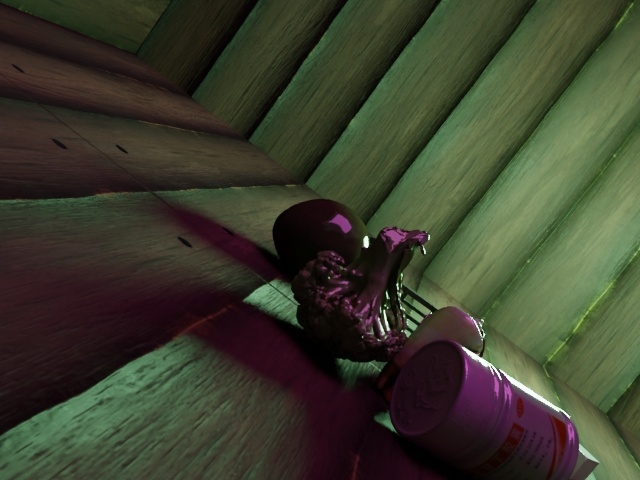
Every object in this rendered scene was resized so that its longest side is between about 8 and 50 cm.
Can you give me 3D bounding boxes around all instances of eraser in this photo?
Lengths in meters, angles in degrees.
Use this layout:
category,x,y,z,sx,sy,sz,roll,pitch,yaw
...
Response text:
category,x,y,z,sx,sy,sz,roll,pitch,yaw
eraser,0.589,0.505,2.255,0.078,0.076,0.298,29,12,-45

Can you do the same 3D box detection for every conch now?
category,x,y,z,sx,sy,sz,roll,pitch,yaw
conch,0.230,0.240,1.738,0.158,0.255,0.127,57,0,26

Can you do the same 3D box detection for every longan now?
category,x,y,z,sx,sy,sz,roll,pitch,yaw
longan,0.000,0.000,2.140,0.248,0.248,0.248,36,9,-6

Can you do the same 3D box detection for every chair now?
category,x,y,z,sx,sy,sz,roll,pitch,yaw
chair,0.171,0.144,2.299,0.270,0.136,0.147,34,10,-5

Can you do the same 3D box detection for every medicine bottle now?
category,x,y,z,sx,sy,sz,roll,pitch,yaw
medicine bottle,0.305,0.340,1.591,0.316,0.202,0.202,33,10,-24

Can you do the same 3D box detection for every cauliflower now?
category,x,y,z,sx,sy,sz,roll,pitch,yaw
cauliflower,0.063,0.101,1.704,0.260,0.281,0.327,4,11,-18

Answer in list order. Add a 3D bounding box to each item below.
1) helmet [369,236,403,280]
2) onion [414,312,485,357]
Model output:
category,x,y,z,sx,sy,sz,roll,pitch,yaw
helmet,0.148,0.075,2.504,0.230,0.160,0.279,34,10,-6
onion,0.275,0.267,1.912,0.200,0.200,0.207,34,32,-18
